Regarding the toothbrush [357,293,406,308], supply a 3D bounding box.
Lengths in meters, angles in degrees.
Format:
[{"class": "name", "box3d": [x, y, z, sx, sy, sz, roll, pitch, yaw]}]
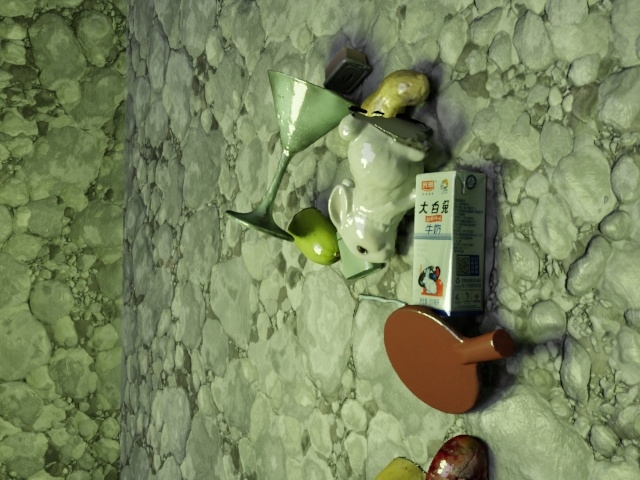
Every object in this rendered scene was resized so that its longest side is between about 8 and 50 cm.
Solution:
[{"class": "toothbrush", "box3d": [0.154, 0.153, 1.895, 0.193, 0.013, 0.019, 9, 105, 55]}]

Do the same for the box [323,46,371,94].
[{"class": "box", "box3d": [0.068, -0.453, 1.980, 0.122, 0.089, 0.062, -42, 45, 47]}]

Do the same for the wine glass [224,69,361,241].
[{"class": "wine glass", "box3d": [-0.091, -0.219, 1.964, 0.267, 0.267, 0.406, 26, 95, 53]}]

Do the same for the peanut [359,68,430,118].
[{"class": "peanut", "box3d": [0.178, -0.343, 1.805, 0.103, 0.098, 0.229, 44, 140, -6]}]

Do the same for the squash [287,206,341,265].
[{"class": "squash", "box3d": [0.000, 0.000, 2.041, 0.187, 0.123, 0.123, 47, 126, 43]}]

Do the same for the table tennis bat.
[{"class": "table tennis bat", "box3d": [0.265, 0.251, 1.597, 0.268, 0.051, 0.414, 59, 151, 2]}]

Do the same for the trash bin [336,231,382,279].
[{"class": "trash bin", "box3d": [0.101, 0.025, 1.938, 0.116, 0.059, 0.130, -30, 66, 51]}]

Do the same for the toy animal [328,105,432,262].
[{"class": "toy animal", "box3d": [0.129, -0.123, 1.775, 0.257, 0.194, 0.357, 24, 119, 5]}]

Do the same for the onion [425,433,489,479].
[{"class": "onion", "box3d": [0.278, 0.520, 1.628, 0.151, 0.098, 0.206, 19, 106, 53]}]

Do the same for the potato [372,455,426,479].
[{"class": "potato", "box3d": [0.168, 0.622, 1.777, 0.202, 0.117, 0.182, 11, 101, 55]}]

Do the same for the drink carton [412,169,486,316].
[{"class": "drink carton", "box3d": [0.283, 0.006, 1.633, 0.130, 0.106, 0.315, 0, 88, 54]}]
